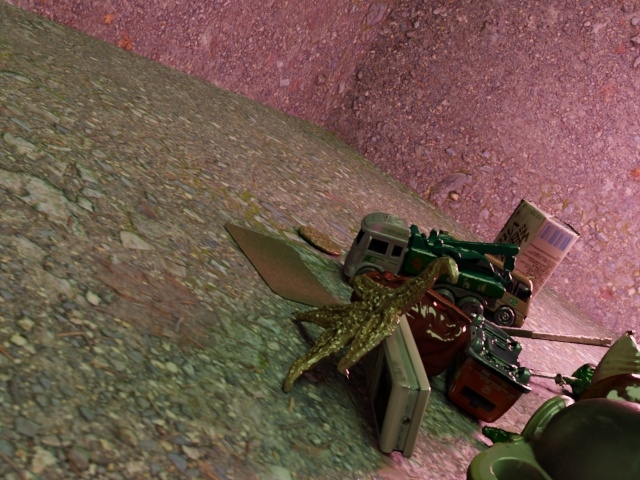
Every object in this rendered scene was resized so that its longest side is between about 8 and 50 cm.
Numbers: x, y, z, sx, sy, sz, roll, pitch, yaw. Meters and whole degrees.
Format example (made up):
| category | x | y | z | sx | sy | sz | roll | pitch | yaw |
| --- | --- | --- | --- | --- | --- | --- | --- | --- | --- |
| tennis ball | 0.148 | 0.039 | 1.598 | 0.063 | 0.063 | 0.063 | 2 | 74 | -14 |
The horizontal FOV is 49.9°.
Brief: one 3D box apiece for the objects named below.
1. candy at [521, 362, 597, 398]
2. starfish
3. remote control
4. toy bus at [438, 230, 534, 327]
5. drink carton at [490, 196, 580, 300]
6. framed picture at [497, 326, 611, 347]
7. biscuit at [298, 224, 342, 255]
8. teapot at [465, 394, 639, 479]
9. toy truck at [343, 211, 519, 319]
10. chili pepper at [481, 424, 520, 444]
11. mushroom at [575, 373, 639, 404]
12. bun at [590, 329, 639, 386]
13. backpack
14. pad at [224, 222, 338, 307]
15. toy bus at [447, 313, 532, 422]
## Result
| category | x | y | z | sx | sy | sz | roll | pitch | yaw |
| --- | --- | --- | --- | --- | --- | --- | --- | --- | --- |
| candy | 0.552 | 0.322 | 1.601 | 0.323 | 0.097 | 0.097 | 14 | 21 | -28 |
| starfish | 0.054 | 0.116 | 1.012 | 0.060 | 0.299 | 0.302 | 58 | -11 | -12 |
| remote control | 0.102 | 0.189 | 1.004 | 0.055 | 0.103 | 0.277 | 10 | 17 | -5 |
| toy bus | 0.385 | 0.101 | 1.714 | 0.289 | 0.157 | 0.139 | 30 | -10 | -6 |
| drink carton | 0.577 | 0.056 | 1.999 | 0.132 | 0.325 | 0.194 | 28 | 14 | -12 |
| framed picture | 0.457 | 0.210 | 1.540 | 0.335 | 0.022 | 0.247 | 11 | -8 | -40 |
| biscuit | 0.000 | 0.000 | 1.615 | 0.120 | 0.015 | 0.120 | 30 | 13 | -8 |
| teapot | 0.360 | 0.346 | 0.929 | 0.239 | 0.321 | 0.240 | 25 | -37 | 50 |
| toy truck | 0.238 | 0.054 | 1.502 | 0.363 | 0.178 | 0.176 | 13 | 14 | 0 |
| chili pepper | 0.359 | 0.355 | 1.107 | 0.226 | 0.059 | 0.088 | 28 | 10 | 2 |
| mushroom | 0.581 | 0.379 | 1.234 | 0.267 | 0.267 | 0.255 | 44 | -15 | 40 |
| bun | 0.740 | 0.358 | 1.520 | 0.281 | 0.281 | 0.205 | 42 | -9 | 36 |
| backpack | 0.154 | 0.134 | 1.231 | 0.229 | 0.139 | 0.229 | 31 | 13 | -8 |
| pad | -0.074 | 0.050 | 1.319 | 0.176 | 0.002 | 0.266 | 20 | 18 | -40 |
| toy bus | 0.298 | 0.227 | 1.257 | 0.121 | 0.120 | 0.265 | 33 | 15 | 4 |
